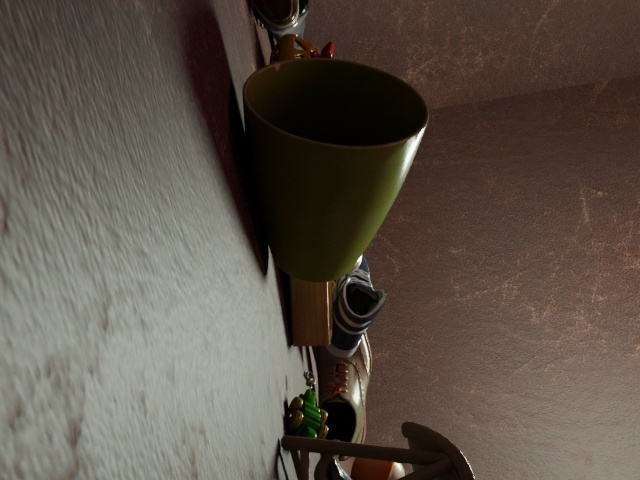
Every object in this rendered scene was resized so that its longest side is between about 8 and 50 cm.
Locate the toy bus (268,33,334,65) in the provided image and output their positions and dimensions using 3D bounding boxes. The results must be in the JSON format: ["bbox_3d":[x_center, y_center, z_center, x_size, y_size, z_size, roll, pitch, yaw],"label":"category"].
[{"bbox_3d":[-0.067,-0.350,1.810,0.191,0.104,0.202,-66,-159,-3],"label":"toy bus"}]

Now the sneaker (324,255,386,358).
[{"bbox_3d":[0.077,0.097,1.778,0.153,0.099,0.282,114,-10,-45],"label":"sneaker"}]

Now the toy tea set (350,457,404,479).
[{"bbox_3d":[0.124,0.605,1.857,0.336,0.124,0.200,79,31,-47],"label":"toy tea set"}]

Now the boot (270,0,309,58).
[{"bbox_3d":[-0.075,-0.503,2.146,0.338,0.118,0.223,-82,169,-65],"label":"boot"}]

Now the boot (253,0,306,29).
[{"bbox_3d":[-0.084,-0.492,1.838,0.099,0.121,0.045,11,72,-80],"label":"boot"}]

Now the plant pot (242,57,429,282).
[{"bbox_3d":[0.006,-0.091,1.313,0.275,0.274,0.294,-95,-169,-53],"label":"plant pot"}]

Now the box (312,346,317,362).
[{"bbox_3d":[-0.010,0.184,1.974,0.114,0.036,0.207,-96,176,-45],"label":"box"}]

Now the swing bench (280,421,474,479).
[{"bbox_3d":[0.092,0.393,1.166,0.165,0.254,0.253,-95,176,-53],"label":"swing bench"}]

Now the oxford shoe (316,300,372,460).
[{"bbox_3d":[0.049,0.301,1.819,0.130,0.122,0.349,26,58,-81],"label":"oxford shoe"}]

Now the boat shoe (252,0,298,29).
[{"bbox_3d":[-0.116,-0.563,1.753,0.095,0.095,0.258,62,7,-73],"label":"boat shoe"}]

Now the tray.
[{"bbox_3d":[-0.021,-0.019,1.596,0.203,0.076,0.411,-25,114,-87],"label":"tray"}]

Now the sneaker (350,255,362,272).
[{"bbox_3d":[0.051,-0.040,1.653,0.212,0.080,0.094,-87,163,-46],"label":"sneaker"}]

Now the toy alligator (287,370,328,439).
[{"bbox_3d":[-0.026,0.271,1.310,0.051,0.056,0.190,-56,-167,17],"label":"toy alligator"}]

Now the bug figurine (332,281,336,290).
[{"bbox_3d":[0.000,0.000,1.827,0.216,0.072,0.279,109,-15,-81],"label":"bug figurine"}]
